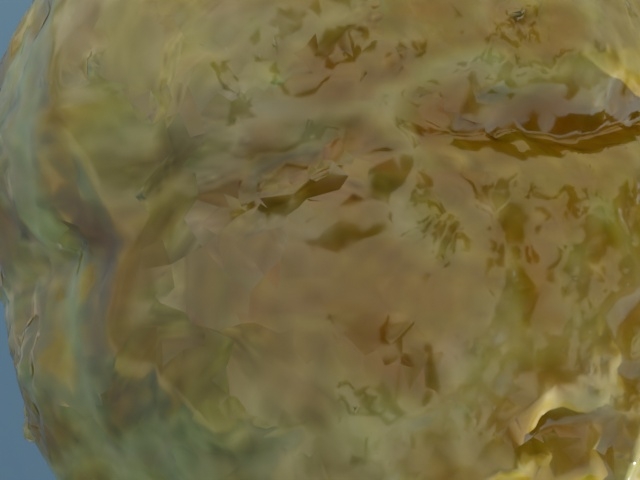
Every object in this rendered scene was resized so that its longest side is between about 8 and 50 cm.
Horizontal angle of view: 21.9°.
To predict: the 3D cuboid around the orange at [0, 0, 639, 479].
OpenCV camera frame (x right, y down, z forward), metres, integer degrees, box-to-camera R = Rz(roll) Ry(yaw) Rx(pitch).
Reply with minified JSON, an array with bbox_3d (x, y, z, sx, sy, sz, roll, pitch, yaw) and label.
[{"bbox_3d":[0.000,0.000,0.566,0.271,0.368,0.210,-17,171,29],"label":"orange"}]
